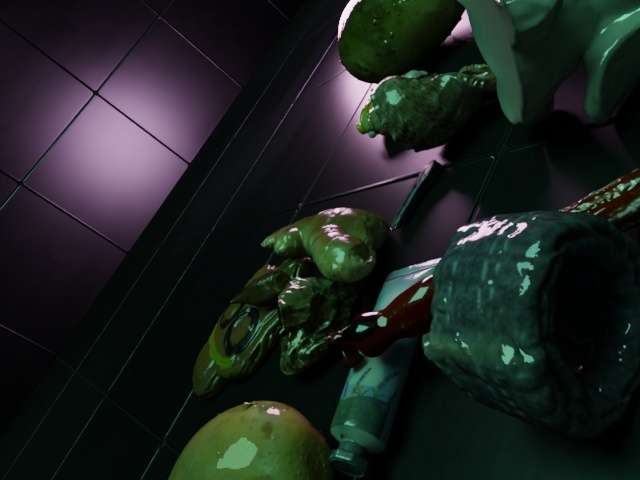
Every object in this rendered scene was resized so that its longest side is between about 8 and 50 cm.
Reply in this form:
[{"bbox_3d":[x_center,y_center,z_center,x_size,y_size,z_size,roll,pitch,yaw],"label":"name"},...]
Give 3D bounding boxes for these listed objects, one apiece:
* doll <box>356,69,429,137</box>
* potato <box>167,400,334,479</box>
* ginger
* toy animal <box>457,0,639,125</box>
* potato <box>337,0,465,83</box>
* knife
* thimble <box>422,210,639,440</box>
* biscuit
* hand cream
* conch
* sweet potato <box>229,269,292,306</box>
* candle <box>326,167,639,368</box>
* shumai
[{"bbox_3d":[0.130,-0.238,0.955,0.163,0.062,0.106,-21,42,48],"label":"doll"},{"bbox_3d":[-0.086,0.254,0.562,0.234,0.146,0.150,-40,-4,28],"label":"potato"},{"bbox_3d":[0.000,0.000,0.788,0.148,0.081,0.334,-35,18,-24],"label":"ginger"},{"bbox_3d":[0.289,-0.265,0.544,0.265,0.271,0.206,-22,2,11],"label":"toy animal"},{"bbox_3d":[0.149,-0.422,1.049,0.307,0.173,0.210,-20,36,55],"label":"potato"},{"bbox_3d":[0.131,-0.060,0.754,0.121,0.018,0.031,-59,22,-12],"label":"knife"},{"bbox_3d":[0.152,0.054,0.383,0.098,0.150,0.150,1,56,58],"label":"thimble"},{"bbox_3d":[-0.118,0.133,0.901,0.290,0.041,0.208,-51,24,4],"label":"biscuit"},{"bbox_3d":[0.070,0.119,0.576,0.088,0.055,0.256,-26,27,46],"label":"hand cream"},{"bbox_3d":[0.159,-0.205,0.771,0.207,0.130,0.155,-23,47,24],"label":"conch"},{"bbox_3d":[-0.095,0.081,0.837,0.117,0.049,0.049,-21,36,29],"label":"sweet potato"},{"bbox_3d":[0.148,0.030,0.485,0.329,0.048,0.051,-31,-3,18],"label":"candle"},{"bbox_3d":[-0.017,0.095,0.720,0.139,0.105,0.123,-36,8,-33],"label":"shumai"}]
